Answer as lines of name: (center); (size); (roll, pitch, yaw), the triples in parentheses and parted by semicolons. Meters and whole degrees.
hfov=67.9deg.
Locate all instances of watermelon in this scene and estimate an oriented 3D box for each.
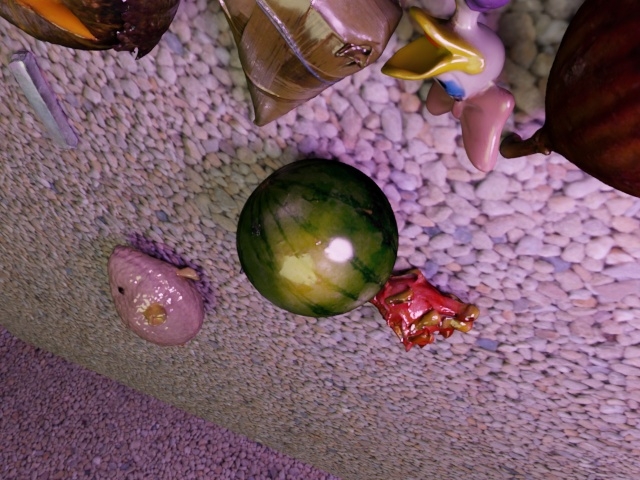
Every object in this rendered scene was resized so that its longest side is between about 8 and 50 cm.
watermelon: (-0.003, -0.003, 0.722); (0.243, 0.242, 0.242); (18, 143, 14)

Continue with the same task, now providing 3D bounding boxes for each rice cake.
rice cake: (-0.536, -0.264, 0.927); (0.043, 0.034, 0.210); (9, 140, 11)

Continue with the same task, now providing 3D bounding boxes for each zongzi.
zongzi: (-0.082, -0.266, 0.553); (0.251, 0.125, 0.275); (45, 147, -23)

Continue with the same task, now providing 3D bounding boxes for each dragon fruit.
dragon fruit: (0.180, 0.129, 0.864); (0.208, 0.149, 0.133); (1, 166, 24)

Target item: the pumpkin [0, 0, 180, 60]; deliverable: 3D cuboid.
pumpkin: (-0.288, -0.361, 0.509); (0.321, 0.192, 0.320); (20, 145, 15)

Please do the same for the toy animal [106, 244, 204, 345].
toy animal: (-0.419, 0.172, 1.257); (0.227, 0.188, 0.358); (11, 141, 30)

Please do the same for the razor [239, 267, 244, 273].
razor: (-0.103, 0.075, 1.065); (0.155, 0.044, 0.028); (16, 172, 13)

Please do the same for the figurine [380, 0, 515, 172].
figurine: (0.143, -0.259, 0.396); (0.194, 0.154, 0.420); (-5, 138, -17)

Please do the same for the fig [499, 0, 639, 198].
fig: (0.286, -0.120, 0.455); (0.217, 0.216, 0.321); (33, 164, -6)
